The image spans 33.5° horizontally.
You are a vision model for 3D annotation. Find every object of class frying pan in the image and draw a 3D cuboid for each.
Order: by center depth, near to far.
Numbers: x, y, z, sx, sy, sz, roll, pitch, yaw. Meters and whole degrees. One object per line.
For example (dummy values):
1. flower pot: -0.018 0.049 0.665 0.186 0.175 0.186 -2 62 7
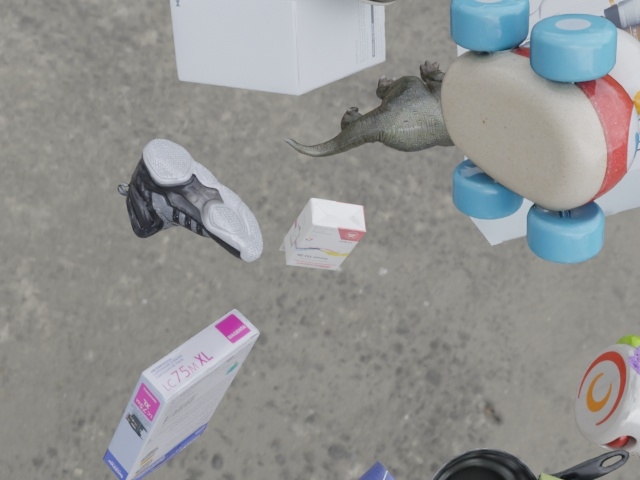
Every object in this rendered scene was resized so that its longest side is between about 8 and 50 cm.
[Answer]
1. frying pan: 0.280 0.357 1.563 0.326 0.053 0.197 -42 99 -12

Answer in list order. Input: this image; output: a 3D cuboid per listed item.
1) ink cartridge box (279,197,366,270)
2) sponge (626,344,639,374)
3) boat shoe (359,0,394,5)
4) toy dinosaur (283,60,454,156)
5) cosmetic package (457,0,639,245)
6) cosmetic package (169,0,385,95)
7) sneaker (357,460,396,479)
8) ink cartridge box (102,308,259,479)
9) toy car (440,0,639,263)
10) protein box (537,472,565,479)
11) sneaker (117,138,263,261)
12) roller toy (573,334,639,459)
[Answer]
1. ink cartridge box: 0.000 0.000 2.141 0.115 0.198 0.067 8 57 -20
2. sponge: 0.477 0.179 1.301 0.210 0.031 0.117 8 32 -40
3. boat shoe: 0.035 -0.393 1.348 0.335 0.095 0.112 17 54 -51
4. toy dinosaur: 0.118 -0.142 1.195 0.313 0.121 0.160 2 10 -23
5. cosmetic package: 0.339 -0.203 1.466 0.097 0.284 0.377 42 39 -46
6. cosmetic package: -0.058 -0.308 1.540 0.224 0.138 0.224 13 26 34
7. sneaker: -0.006 0.506 1.899 0.182 0.127 0.315 42 79 -7
8. ink cartridge box: -0.212 0.241 1.544 0.065 0.311 0.185 43 48 15
9. toy car: 0.260 -0.137 1.020 0.237 0.219 0.210 -22 34 -26
10. protein box: 0.375 0.448 1.434 0.201 0.136 0.200 18 19 3
11. sneaker: -0.229 -0.040 1.837 0.268 0.153 0.101 45 31 -4
12. roller toy: 0.570 0.299 1.939 0.146 0.209 0.191 22 19 -15
